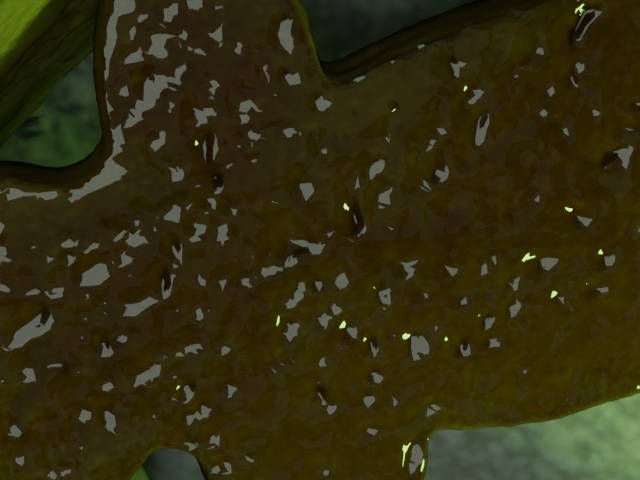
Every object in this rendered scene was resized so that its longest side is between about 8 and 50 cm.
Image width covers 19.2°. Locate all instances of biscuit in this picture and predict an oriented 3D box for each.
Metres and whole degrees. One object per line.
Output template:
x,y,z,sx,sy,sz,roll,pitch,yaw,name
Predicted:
0.000,0.000,0.769,0.432,0.064,0.283,-18,113,-4,biscuit

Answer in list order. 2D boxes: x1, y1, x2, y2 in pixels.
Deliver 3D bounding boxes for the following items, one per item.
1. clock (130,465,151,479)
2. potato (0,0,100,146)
-0.247,0.183,0.881,0.284,0.114,0.309,21,123,-15,clock
-0.161,-0.123,0.729,0.158,0.178,0.203,49,136,0,potato
